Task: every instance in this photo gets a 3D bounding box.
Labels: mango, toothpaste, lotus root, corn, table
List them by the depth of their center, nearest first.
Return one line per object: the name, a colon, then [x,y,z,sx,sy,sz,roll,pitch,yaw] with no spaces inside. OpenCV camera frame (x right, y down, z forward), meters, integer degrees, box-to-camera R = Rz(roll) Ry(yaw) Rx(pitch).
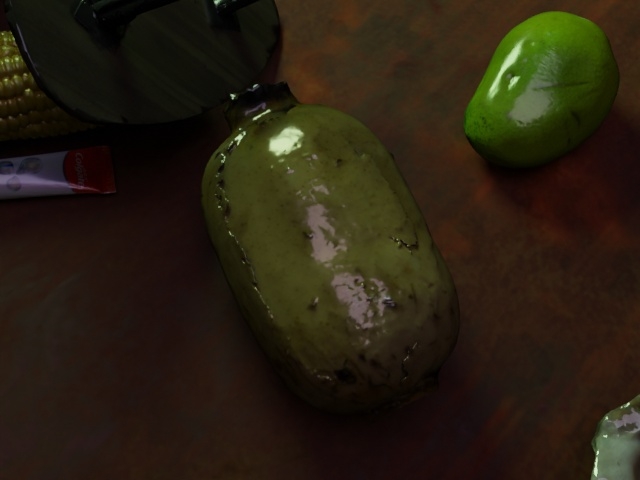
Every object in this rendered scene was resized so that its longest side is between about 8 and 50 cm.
table: [-0.056,-0.242,0.602,0.249,0.317,0.317,-18,61,35]
lotus root: [0.000,0.000,0.652,0.160,0.146,0.284,-16,73,-35]
toothpaste: [-0.270,-0.051,0.703,0.190,0.031,0.048,-7,63,-13]
corn: [-0.236,-0.133,0.709,0.244,0.093,0.093,-13,68,-12]
mango: [0.205,-0.133,0.773,0.117,0.089,0.163,29,77,-2]

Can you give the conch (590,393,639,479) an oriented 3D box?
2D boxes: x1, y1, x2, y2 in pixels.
conch: [0.322,0.202,0.574,0.324,0.186,0.263,-37,59,6]
